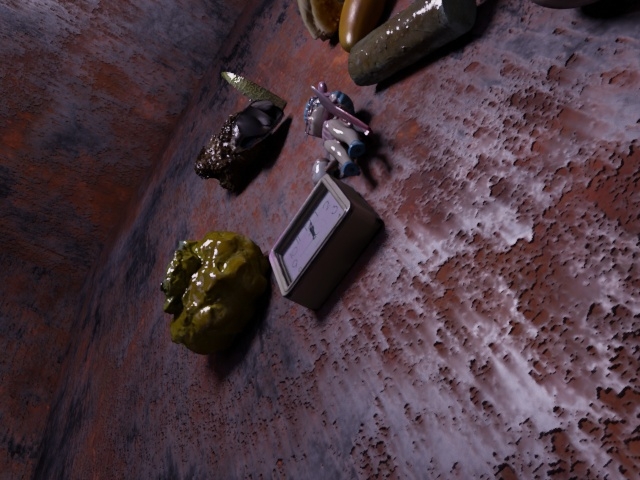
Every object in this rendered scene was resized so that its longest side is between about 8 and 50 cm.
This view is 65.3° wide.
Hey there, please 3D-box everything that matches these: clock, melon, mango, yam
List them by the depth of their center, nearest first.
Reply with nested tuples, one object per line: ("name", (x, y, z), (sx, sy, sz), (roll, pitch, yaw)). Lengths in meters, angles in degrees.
("clock", (0.000, 0.000, 0.842), (0.192, 0.071, 0.147), (-54, 29, 16))
("yam", (0.150, -0.358, 0.888), (0.259, 0.093, 0.093), (-12, 56, 55))
("mango", (0.091, -0.500, 1.119), (0.102, 0.085, 0.183), (8, 83, 56))
("melon", (-0.189, -0.414, 1.398), (0.054, 0.182, 0.098), (-60, 33, 4))

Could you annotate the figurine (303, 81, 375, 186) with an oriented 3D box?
("figurine", (0.035, -0.185, 0.941), (0.260, 0.103, 0.205), (-114, 21, -53))

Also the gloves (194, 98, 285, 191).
("gloves", (-0.232, -0.254, 1.372), (0.313, 0.135, 0.210), (-16, 52, 53))

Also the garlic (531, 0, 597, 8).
("garlic", (0.309, -0.404, 0.559), (0.256, 0.207, 0.207), (-48, 31, 15))

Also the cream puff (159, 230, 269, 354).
("cream puff", (-0.241, 0.092, 1.041), (0.282, 0.185, 0.281), (-36, 37, 33))

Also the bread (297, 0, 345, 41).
("bread", (0.042, -0.652, 1.210), (0.314, 0.192, 0.171), (-43, 35, 32))
